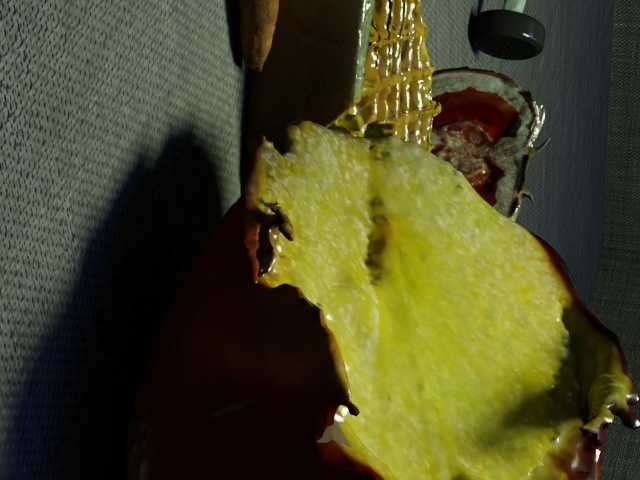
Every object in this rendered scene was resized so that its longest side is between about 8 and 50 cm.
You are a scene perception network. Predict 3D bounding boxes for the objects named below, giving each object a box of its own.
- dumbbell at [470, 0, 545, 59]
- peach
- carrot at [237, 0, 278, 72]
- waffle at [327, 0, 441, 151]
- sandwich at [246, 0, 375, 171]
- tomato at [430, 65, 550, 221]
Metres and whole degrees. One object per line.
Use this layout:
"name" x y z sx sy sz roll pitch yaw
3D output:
"dumbbell" 0.268 -0.349 2.254 0.100 0.100 0.191 50 49 -70
"peach" 0.031 0.110 1.222 0.353 0.339 0.416 -15 -131 60
"carrot" -0.049 -0.225 1.281 0.057 0.057 0.224 -59 157 -55
"waffle" 0.060 -0.145 1.680 0.293 0.069 0.260 68 31 -57
"sandwich" -0.004 -0.172 1.384 0.094 0.096 0.258 -51 148 -72
"tomato" 0.161 -0.072 1.879 0.155 0.181 0.214 81 25 -64
